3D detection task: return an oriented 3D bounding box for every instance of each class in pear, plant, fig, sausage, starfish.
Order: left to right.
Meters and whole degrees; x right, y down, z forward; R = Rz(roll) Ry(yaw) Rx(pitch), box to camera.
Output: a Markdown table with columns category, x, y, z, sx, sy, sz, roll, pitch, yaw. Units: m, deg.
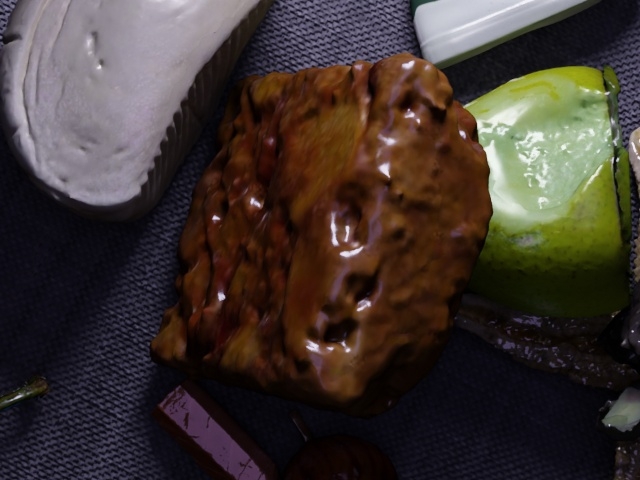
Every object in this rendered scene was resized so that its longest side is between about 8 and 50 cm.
| category | x | y | z | sx | sy | sz | roll | pitch | yaw |
| --- | --- | --- | --- | --- | --- | --- | --- | --- | --- |
| sausage | -0.103 | 0.224 | 1.867 | 0.169 | 0.065 | 0.065 | 45 | 84 | 2 |
| fig | 0.005 | 0.259 | 1.849 | 0.150 | 0.128 | 0.128 | 19 | 84 | 24 |
| pear | 0.197 | -0.064 | 1.820 | 0.292 | 0.159 | 0.292 | -10 | 54 | 14 |
| starfish | 0.320 | 0.116 | 1.896 | 0.324 | 0.082 | 0.432 | -21 | 86 | -7 |
| plant | 0.359 | 0.119 | 1.800 | 0.131 | 0.142 | 0.203 | 26 | 69 | -12 |

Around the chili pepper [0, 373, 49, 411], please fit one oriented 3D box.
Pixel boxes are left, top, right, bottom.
| category | x | y | z | sx | sy | sz | roll | pitch | yaw |
| --- | --- | --- | --- | --- | --- | --- | --- | --- | --- |
| chili pepper | -0.463 | 0.234 | 1.817 | 0.388 | 0.110 | 0.110 | -27 | 88 | -2 |

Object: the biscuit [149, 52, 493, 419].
| category | x | y | z | sx | sy | sz | roll | pitch | yaw |
| --- | --- | --- | --- | --- | --- | --- | --- | --- | --- |
| biscuit | 0.000 | 0.000 | 1.735 | 0.166 | 0.395 | 0.342 | 23 | 83 | -27 |

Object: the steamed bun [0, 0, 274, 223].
| category | x | y | z | sx | sy | sz | roll | pitch | yaw |
| --- | --- | --- | --- | --- | --- | --- | --- | --- | --- |
| steamed bun | -0.199 | -0.216 | 1.802 | 0.236 | 0.247 | 0.383 | 32 | 85 | -3 |

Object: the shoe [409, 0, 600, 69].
| category | x | y | z | sx | sy | sz | roll | pitch | yaw |
| --- | --- | --- | --- | --- | --- | --- | --- | --- | --- |
| shoe | 0.219 | -0.284 | 1.917 | 0.265 | 0.095 | 0.110 | -25 | 87 | -3 |
